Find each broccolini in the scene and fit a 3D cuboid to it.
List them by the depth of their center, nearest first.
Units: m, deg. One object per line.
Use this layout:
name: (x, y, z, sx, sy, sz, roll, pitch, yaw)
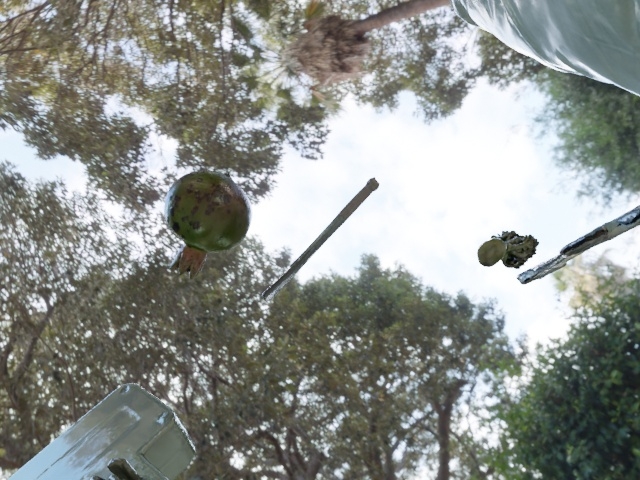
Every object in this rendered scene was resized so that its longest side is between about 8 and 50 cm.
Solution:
broccolini: (0.310, 0.014, 0.813, 0.074, 0.079, 0.392, -42, -13, 18)

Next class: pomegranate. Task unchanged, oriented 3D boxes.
pomegranate: (-0.213, -0.032, 0.922, 0.159, 0.159, 0.205, 17, -80, -39)

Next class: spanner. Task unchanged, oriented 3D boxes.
spanner: (0.231, 0.016, 0.477, 0.071, 0.018, 0.302, -29, -15, 7)

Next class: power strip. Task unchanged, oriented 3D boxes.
power strip: (-0.281, 0.309, 0.659, 0.229, 0.260, 0.141, -40, -56, -34)

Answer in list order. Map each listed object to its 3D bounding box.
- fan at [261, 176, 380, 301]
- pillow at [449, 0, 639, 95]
fan: (0.000, 0.000, 0.864, 0.282, 0.023, 0.057, -46, -13, 2)
pillow: (0.144, -0.233, 0.294, 0.138, 0.310, 0.283, -31, -54, 6)
